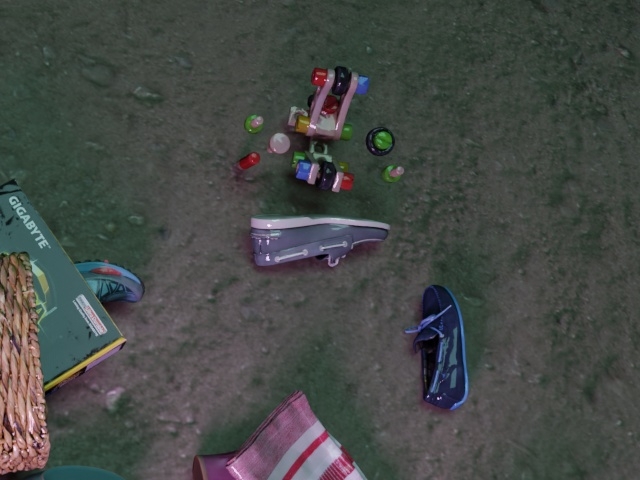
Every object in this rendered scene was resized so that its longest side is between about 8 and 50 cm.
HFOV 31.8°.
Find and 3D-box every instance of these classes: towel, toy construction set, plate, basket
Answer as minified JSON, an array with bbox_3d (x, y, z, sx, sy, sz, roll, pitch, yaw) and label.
[{"bbox_3d":[0.009,0.417,1.769,0.329,0.037,0.237,52,32,-3],"label":"towel"},{"bbox_3d":[-0.033,-0.203,2.291,0.308,0.237,0.258,-15,91,-18],"label":"toy construction set"},{"bbox_3d":[-0.345,0.360,1.640,0.188,0.024,0.188,11,5,-1],"label":"plate"},{"bbox_3d":[-0.501,0.176,1.557,0.222,0.213,0.299,-4,71,-17],"label":"basket"}]

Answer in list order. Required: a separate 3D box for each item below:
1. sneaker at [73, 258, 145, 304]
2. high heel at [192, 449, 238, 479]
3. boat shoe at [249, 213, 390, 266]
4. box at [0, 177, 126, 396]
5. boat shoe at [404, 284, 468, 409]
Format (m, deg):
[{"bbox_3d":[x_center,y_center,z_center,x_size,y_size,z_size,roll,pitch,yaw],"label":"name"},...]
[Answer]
[{"bbox_3d":[-0.423,0.106,1.865,0.261,0.104,0.125,1,64,-18],"label":"sneaker"},{"bbox_3d":[-0.071,0.474,1.703,0.181,0.127,0.377,-1,53,-22],"label":"high heel"},{"bbox_3d":[0.000,0.000,2.191,0.319,0.116,0.099,0,96,-37],"label":"boat shoe"},{"bbox_3d":[-0.500,0.100,1.745,0.257,0.079,0.322,-32,81,-22],"label":"box"},{"bbox_3d":[0.220,0.190,2.120,0.089,0.109,0.258,8,48,-18],"label":"boat shoe"}]
